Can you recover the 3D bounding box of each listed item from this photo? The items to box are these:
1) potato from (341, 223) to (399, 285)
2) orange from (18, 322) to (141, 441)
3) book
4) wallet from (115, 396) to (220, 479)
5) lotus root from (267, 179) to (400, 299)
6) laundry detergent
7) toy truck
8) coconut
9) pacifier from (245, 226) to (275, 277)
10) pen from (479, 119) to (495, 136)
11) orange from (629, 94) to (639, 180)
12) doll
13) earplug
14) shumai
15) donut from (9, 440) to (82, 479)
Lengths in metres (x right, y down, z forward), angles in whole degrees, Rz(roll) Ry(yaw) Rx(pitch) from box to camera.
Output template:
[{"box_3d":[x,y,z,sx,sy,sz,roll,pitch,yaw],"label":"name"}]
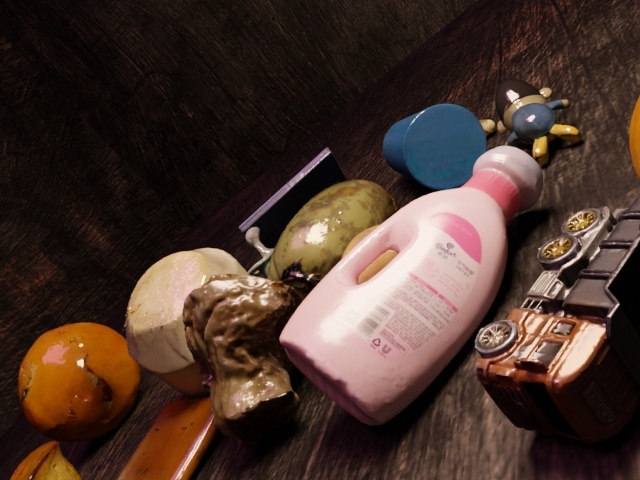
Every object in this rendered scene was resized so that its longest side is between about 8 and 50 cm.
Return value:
[{"box_3d":[0.082,0.041,0.717,0.112,0.112,0.147,-28,28,43],"label":"potato"},{"box_3d":[-0.503,0.294,1.230,0.246,0.246,0.246,-39,14,12],"label":"orange"},{"box_3d":[-0.055,-0.084,1.383,0.269,0.025,0.191,-42,-24,-1],"label":"book"},{"box_3d":[-0.213,0.305,0.855,0.195,0.042,0.161,-24,27,44],"label":"wallet"},{"box_3d":[0.028,0.001,0.901,0.173,0.173,0.309,-30,11,40],"label":"lotus root"},{"box_3d":[0.114,0.028,0.621,0.335,0.159,0.088,-45,-30,-20],"label":"laundry detergent"},{"box_3d":[0.199,0.049,0.417,0.192,0.083,0.092,-46,20,-20],"label":"toy truck"},{"box_3d":[-0.188,0.139,0.943,0.241,0.241,0.241,-39,14,12],"label":"coconut"},{"box_3d":[-0.118,0.020,1.293,0.150,0.117,0.127,-43,-11,9],"label":"pacifier"},{"box_3d":[0.250,-0.191,1.102,0.040,0.032,0.233,-69,17,-8],"label":"pen"},{"box_3d":[0.308,-0.089,0.429,0.159,0.136,0.159,-42,12,11],"label":"orange"},{"box_3d":[0.296,-0.168,0.820,0.102,0.089,0.179,-36,39,23],"label":"doll"},{"box_3d":[0.178,-0.164,1.029,0.132,0.132,0.273,-41,11,2],"label":"earplug"},{"box_3d":[-0.093,0.154,0.729,0.166,0.206,0.176,-7,41,6],"label":"shumai"},{"box_3d":[-0.519,0.490,0.979,0.303,0.110,0.303,-41,14,13],"label":"donut"}]
